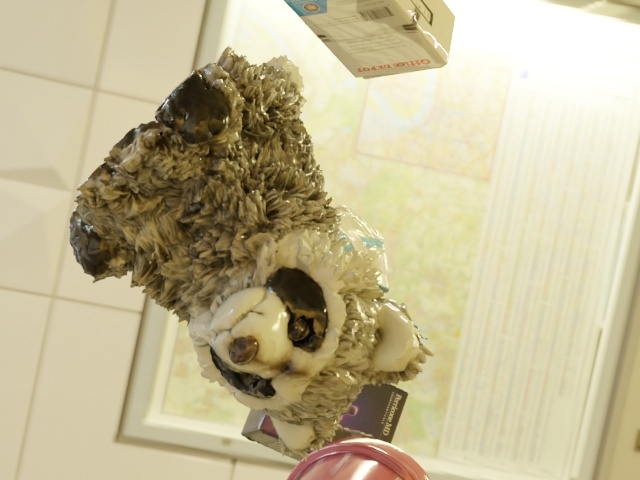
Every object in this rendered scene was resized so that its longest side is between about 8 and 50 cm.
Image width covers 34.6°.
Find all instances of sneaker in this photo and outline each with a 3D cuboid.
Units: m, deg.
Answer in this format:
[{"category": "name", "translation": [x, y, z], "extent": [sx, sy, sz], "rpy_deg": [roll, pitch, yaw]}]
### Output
[{"category": "sneaker", "translation": [0.000, 0.000, 1.242], "extent": [0.087, 0.092, 0.229], "rpy_deg": [-16, -28, 31]}]

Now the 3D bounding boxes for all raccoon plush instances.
[{"category": "raccoon plush", "translation": [-0.010, -0.023, 0.942], "extent": [0.299, 0.216, 0.446], "rpy_deg": [44, 40, -2]}]

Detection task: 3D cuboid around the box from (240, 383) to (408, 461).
[{"category": "box", "translation": [0.007, 0.265, 1.571], "extent": [0.207, 0.153, 0.108], "rpy_deg": [25, -21, -12]}]

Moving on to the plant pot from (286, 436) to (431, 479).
[{"category": "plant pot", "translation": [0.025, 0.342, 1.198], "extent": [0.201, 0.201, 0.180], "rpy_deg": [12, 4, 21]}]

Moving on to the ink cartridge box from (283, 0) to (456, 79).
[{"category": "ink cartridge box", "translation": [0.066, -0.306, 1.347], "extent": [0.148, 0.086, 0.203], "rpy_deg": [-2, -24, 33]}]
